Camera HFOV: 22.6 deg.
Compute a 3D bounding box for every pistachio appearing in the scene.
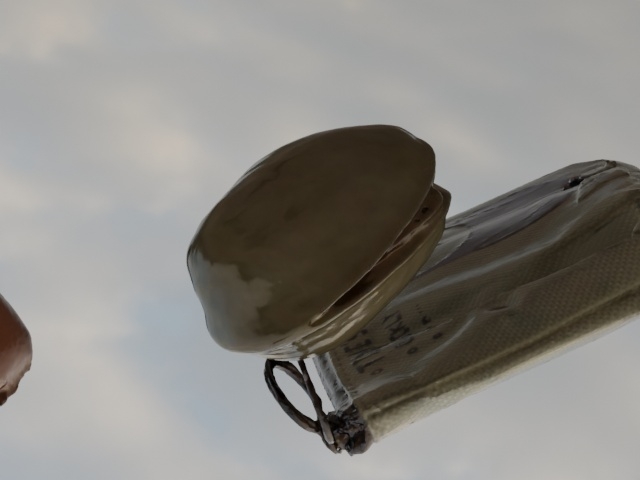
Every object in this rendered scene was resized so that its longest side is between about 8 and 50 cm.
[{"bbox_3d":[0.000,0.000,0.829,0.149,0.113,0.113,-37,-145,-3],"label":"pistachio"}]

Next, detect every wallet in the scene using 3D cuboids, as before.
[{"bbox_3d":[0.097,0.024,1.005,0.275,0.068,0.335,-20,-167,0],"label":"wallet"}]

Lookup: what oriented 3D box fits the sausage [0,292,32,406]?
[{"bbox_3d":[-0.330,0.014,1.213,0.083,0.300,0.089,-15,-144,35],"label":"sausage"}]
